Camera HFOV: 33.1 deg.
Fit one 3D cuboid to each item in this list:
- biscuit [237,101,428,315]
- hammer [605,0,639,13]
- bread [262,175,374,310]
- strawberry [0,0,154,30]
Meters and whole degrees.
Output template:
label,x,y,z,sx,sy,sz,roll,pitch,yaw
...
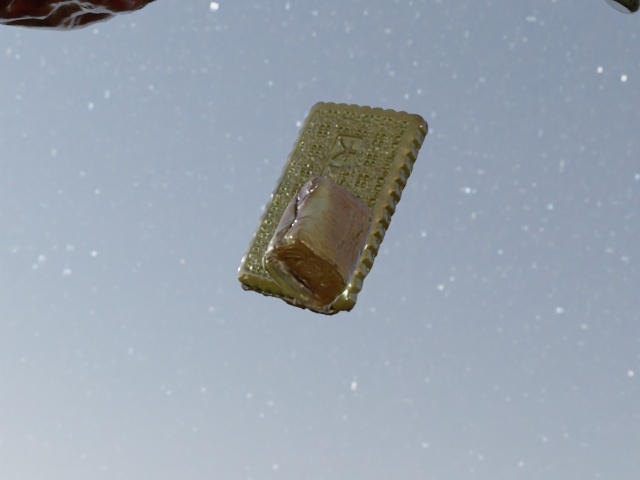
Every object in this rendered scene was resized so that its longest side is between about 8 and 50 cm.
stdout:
label,x,y,z,sx,sy,sz,roll,pitch,yaw
biscuit,0.009,-0.043,1.243,0.172,0.255,0.029,13,-16,37
hammer,0.105,-0.247,0.754,0.292,0.058,0.029,32,3,17
bread,0.000,0.000,0.880,0.074,0.132,0.053,38,-58,-11
strawberry,-0.179,-0.174,0.457,0.280,0.150,0.253,25,0,41
